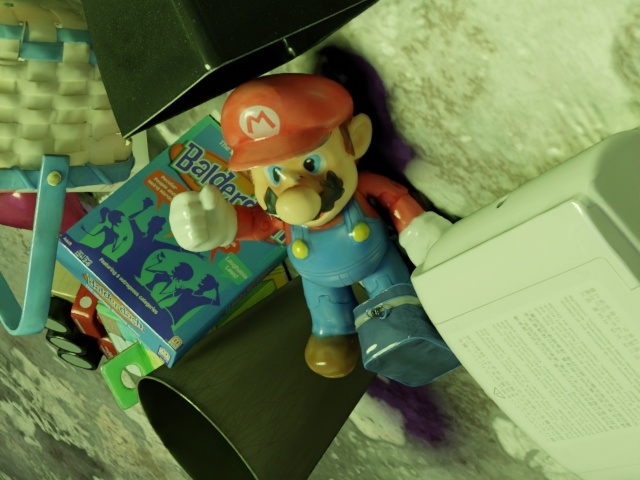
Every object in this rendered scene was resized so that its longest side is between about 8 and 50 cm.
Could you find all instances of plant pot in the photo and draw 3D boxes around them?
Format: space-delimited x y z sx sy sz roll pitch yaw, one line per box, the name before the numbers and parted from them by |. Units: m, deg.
plant pot | -0.085 -0.210 0.993 0.187 0.188 0.167 -22 96 59

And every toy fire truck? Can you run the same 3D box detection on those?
toy fire truck | -0.222 0.123 1.602 0.246 0.158 0.217 16 157 10

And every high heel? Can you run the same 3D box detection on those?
high heel | -0.445 -0.050 1.698 0.181 0.127 0.377 49 156 -17

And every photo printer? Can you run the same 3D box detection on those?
photo printer | 0.213 0.068 0.970 0.256 0.107 0.307 48 154 -3

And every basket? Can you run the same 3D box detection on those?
basket | -0.284 -0.090 1.155 0.255 0.201 0.289 43 122 44
basket | -0.041 0.145 1.299 0.204 0.227 0.154 56 149 -14

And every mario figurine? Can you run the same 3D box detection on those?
mario figurine | 0.000 0.000 1.116 0.170 0.198 0.320 30 153 49

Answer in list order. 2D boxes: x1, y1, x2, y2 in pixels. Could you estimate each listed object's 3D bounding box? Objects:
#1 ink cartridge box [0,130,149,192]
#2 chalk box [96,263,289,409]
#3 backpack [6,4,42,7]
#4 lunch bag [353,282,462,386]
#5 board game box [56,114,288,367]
ink cartridge box | -0.263 -0.096 1.389 0.115 0.198 0.067 -22 72 59
chalk box | -0.143 0.098 1.385 0.132 0.213 0.132 18 140 41
backpack | -0.442 -0.234 1.370 0.290 0.273 0.355 61 168 -21
lunch bag | 0.074 0.078 1.104 0.067 0.065 0.098 -31 142 28
board game box | -0.128 -0.003 1.248 0.160 0.210 0.047 42 151 7
